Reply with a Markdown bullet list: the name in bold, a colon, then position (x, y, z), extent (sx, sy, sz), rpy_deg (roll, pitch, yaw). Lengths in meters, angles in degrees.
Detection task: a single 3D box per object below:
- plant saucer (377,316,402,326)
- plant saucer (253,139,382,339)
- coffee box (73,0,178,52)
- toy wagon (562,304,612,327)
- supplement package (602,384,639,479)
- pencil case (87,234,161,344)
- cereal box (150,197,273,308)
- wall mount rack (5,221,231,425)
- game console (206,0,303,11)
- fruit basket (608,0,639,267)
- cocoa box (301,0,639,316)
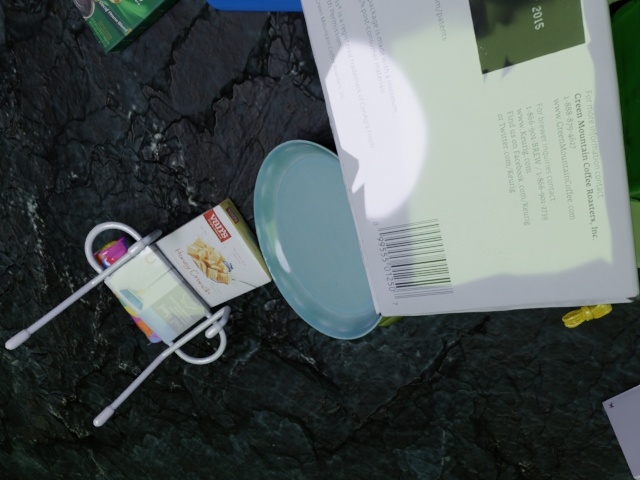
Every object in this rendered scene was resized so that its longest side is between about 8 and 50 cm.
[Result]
- **plant saucer**: position (0.087, 0.063, 0.685), extent (0.188, 0.045, 0.188), rpy_deg (40, 140, 1)
- **plant saucer**: position (0.000, 0.000, 0.650), extent (0.317, 0.043, 0.318), rpy_deg (28, 128, 42)
- **coffee box**: position (-0.292, -0.386, 0.626), extent (0.184, 0.040, 0.113), rpy_deg (-21, 107, 26)
- **toy wagon**: position (0.293, -0.019, 0.606), extent (0.267, 0.068, 0.344), rpy_deg (-36, 101, 29)
- **supplement package**: position (0.606, 0.321, 0.625), extent (0.203, 0.149, 0.194), rpy_deg (40, 121, -5)
- **pencil case**: position (-0.377, 0.106, 0.868), extent (0.104, 0.104, 0.236), rpy_deg (-22, 107, 26)
- **cereal box**: position (-0.224, 0.042, 0.814), extent (0.240, 0.047, 0.173), rpy_deg (-26, 106, 27)
- **wall mount rack**: position (-0.352, 0.152, 0.765), extent (0.304, 0.130, 0.350), rpy_deg (-37, 103, 4)
- **game console**: position (-0.026, -0.453, 0.516), extent (0.293, 0.173, 0.250), rpy_deg (9, 149, 14)
- **fruit basket**: position (0.467, -0.146, 0.411), extent (0.353, 0.165, 0.327), rpy_deg (-5, 90, -1)
- **cocoa box**: position (0.156, -0.128, 0.438), extent (0.231, 0.228, 0.347), rpy_deg (-10, 104, 25)
